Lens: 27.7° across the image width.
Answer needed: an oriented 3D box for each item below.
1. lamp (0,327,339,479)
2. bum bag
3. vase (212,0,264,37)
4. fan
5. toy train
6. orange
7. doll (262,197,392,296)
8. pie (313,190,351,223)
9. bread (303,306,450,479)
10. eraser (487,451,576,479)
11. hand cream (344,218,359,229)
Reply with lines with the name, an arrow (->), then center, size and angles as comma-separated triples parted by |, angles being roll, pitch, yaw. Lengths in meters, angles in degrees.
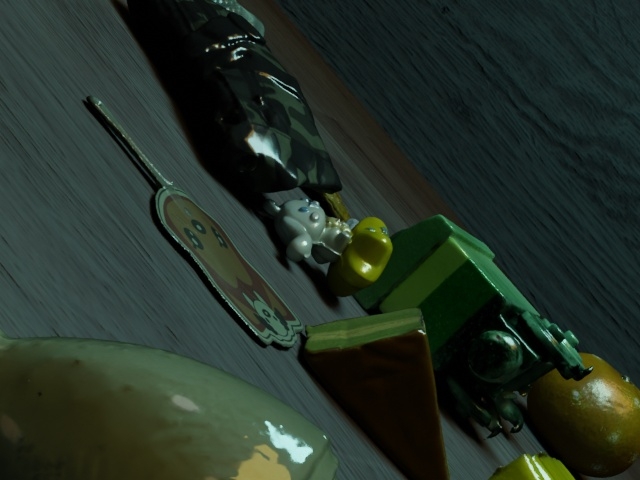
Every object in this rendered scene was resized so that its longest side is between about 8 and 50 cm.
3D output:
lamp -> -0.074, 0.060, 0.372 | 0.193, 0.106, 0.106 | 40, 9, 3
bum bag -> -0.077, -0.144, 1.190 | 0.144, 0.095, 0.340 | 22, 23, -38
vase -> -0.153, -0.284, 1.418 | 0.219, 0.096, 0.096 | 47, 9, -32
fan -> -0.087, -0.014, 0.866 | 0.220, 0.009, 0.132 | 51, 9, 8
toy train -> 0.158, 0.085, 1.274 | 0.202, 0.120, 0.301 | 49, 8, 16
orange -> 0.318, 0.203, 1.533 | 0.156, 0.124, 0.156 | 50, 10, -12
doll -> 0.000, -0.002, 1.103 | 0.113, 0.071, 0.135 | 22, 16, -30
pie -> -0.018, -0.085, 1.415 | 0.170, 0.034, 0.092 | 57, 8, 9
bread -> 0.042, 0.125, 0.900 | 0.074, 0.084, 0.139 | -90, 169, -77
eraser -> 0.201, 0.256, 0.931 | 0.226, 0.069, 0.158 | 53, 8, 21
hand cream -> 0.036, 0.003, 1.376 | 0.030, 0.019, 0.093 | 48, 16, -20
